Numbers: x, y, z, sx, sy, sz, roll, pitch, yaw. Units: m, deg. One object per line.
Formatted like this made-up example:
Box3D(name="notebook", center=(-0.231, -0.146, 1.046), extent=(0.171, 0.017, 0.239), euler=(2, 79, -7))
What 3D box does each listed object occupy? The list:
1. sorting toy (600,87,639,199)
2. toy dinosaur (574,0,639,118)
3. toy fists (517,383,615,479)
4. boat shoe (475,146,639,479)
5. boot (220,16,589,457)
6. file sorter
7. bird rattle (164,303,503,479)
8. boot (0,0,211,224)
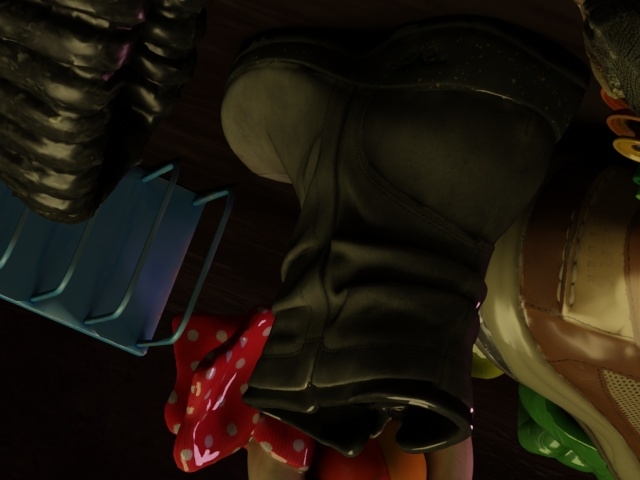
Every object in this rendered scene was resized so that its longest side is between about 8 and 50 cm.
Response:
Box3D(name="sorting toy", center=(0.132, -0.034, 0.576), extent=(0.102, 0.042, 0.061), euler=(26, 169, -23))
Box3D(name="toy dinosaur", center=(0.167, 0.012, 0.478), extent=(0.268, 0.064, 0.118), euler=(31, 167, 3))
Box3D(name="toy fists", center=(0.263, 0.148, 1.109), extent=(0.279, 0.096, 0.142), euler=(19, 170, 9))
Box3D(name="boat shoe", center=(0.190, 0.064, 0.757), extent=(0.120, 0.122, 0.324), euler=(5, 161, 42))
Box3D(name="boot", center=(0.000, 0.000, 0.684), extent=(0.083, 0.161, 0.246), euler=(27, 169, -24))
Box3D(name="file sorter", center=(-0.157, -0.014, 1.075), extent=(0.170, 0.118, 0.104), euler=(25, 166, -17))
Box3D(name="bird rattle", center=(0.021, 0.126, 1.099), extent=(0.254, 0.206, 0.143), euler=(-16, -176, -37))
Box3D(name="boot", center=(-0.174, -0.097, 0.626), extent=(0.260, 0.131, 0.348), euler=(22, 169, -5))
